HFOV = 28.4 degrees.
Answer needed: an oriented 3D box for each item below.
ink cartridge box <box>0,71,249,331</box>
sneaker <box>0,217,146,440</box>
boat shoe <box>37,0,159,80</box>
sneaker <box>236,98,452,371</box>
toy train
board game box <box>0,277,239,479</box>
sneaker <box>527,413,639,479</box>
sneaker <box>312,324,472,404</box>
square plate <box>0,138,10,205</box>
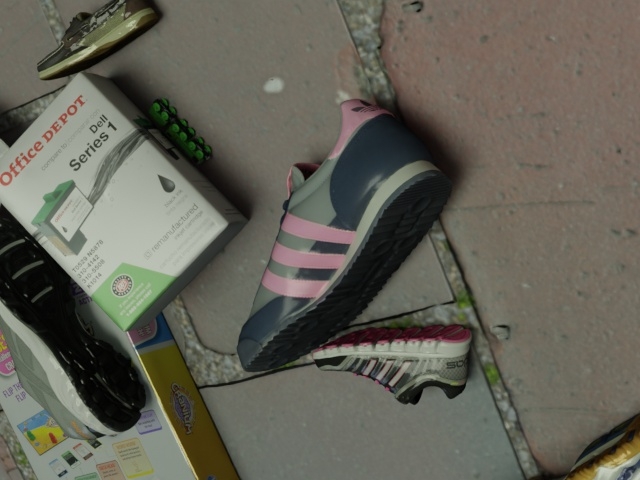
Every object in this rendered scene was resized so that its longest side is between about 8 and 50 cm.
[{"bbox_3d":[-0.210,-0.041,1.286,0.219,0.092,0.160,45,98,6],"label":"ink cartridge box"},{"bbox_3d":[-0.302,0.101,1.345,0.108,0.100,0.271,-29,94,39],"label":"sneaker"},{"bbox_3d":[-0.232,-0.210,1.289,0.152,0.056,0.049,-24,92,24],"label":"boat shoe"},{"bbox_3d":[0.000,0.000,1.226,0.319,0.112,0.131,-50,61,34],"label":"sneaker"},{"bbox_3d":[-0.145,-0.111,1.299,0.083,0.017,0.024,48,134,4],"label":"toy train"},{"bbox_3d":[-0.254,0.186,1.449,0.242,0.064,0.316,-18,100,33],"label":"board game box"},{"bbox_3d":[0.238,0.284,1.187,0.296,0.112,0.131,-39,89,35],"label":"sneaker"},{"bbox_3d":[0.071,0.127,1.244,0.170,0.063,0.075,-5,101,26],"label":"sneaker"},{"bbox_3d":[-0.514,-0.045,1.471,0.344,0.049,0.347,37,122,26],"label":"square plate"}]
